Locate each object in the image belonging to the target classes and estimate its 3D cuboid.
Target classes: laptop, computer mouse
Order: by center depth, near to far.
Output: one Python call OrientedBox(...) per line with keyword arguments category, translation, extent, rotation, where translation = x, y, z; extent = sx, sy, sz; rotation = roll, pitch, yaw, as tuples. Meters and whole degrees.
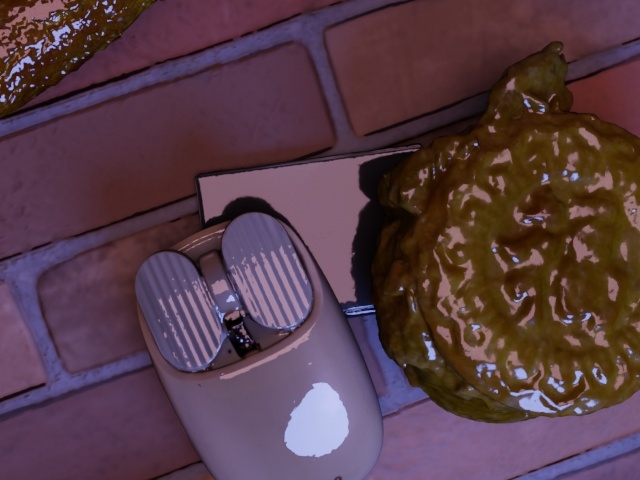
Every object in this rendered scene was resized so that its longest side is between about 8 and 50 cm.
OrientedBox(category="computer mouse", translation=(-0.042, 0.097, 0.960), extent=(0.145, 0.082, 0.236), rotation=(-22, 106, 0))
OrientedBox(category="laptop", translation=(0.000, 0.000, 0.996), extent=(0.180, 0.016, 0.129), rotation=(-8, 98, -6))

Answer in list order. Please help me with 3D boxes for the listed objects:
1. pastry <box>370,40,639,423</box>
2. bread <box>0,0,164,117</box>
OrientedBox(category="pastry", translation=(0.146, 0.016, 0.957), extent=(0.240, 0.132, 0.235), rotation=(-43, 95, -12))
OrientedBox(category="bread", translation=(-0.191, -0.172, 0.904), extent=(0.172, 0.132, 0.103), rotation=(-38, 123, -2))
